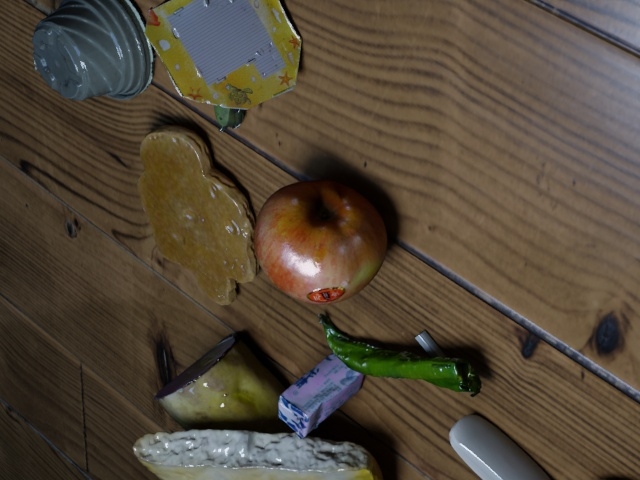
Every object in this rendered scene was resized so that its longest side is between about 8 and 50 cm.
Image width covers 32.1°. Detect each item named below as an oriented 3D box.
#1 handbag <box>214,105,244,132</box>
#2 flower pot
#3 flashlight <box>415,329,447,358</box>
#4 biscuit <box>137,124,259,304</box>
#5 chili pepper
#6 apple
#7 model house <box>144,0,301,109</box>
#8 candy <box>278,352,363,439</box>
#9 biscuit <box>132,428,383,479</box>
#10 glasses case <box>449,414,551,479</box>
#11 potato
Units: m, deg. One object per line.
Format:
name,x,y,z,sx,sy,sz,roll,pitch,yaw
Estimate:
handbag,-0.152,-0.228,1.843,0.072,0.047,0.111,36,143,33
flower pot,-0.417,-0.338,1.967,0.235,0.140,0.235,29,137,32
flashlight,0.189,0.185,1.823,0.083,0.018,0.018,50,143,5
biscuit,-0.221,-0.044,2.059,0.269,0.051,0.376,12,127,39
chili pepper,0.114,0.196,1.855,0.359,0.076,0.085,11,155,48
apple,0.000,0.000,1.734,0.209,0.209,0.164,40,140,18
model house,-0.148,-0.312,1.730,0.219,0.207,0.136,56,-179,-19
candy,0.001,0.269,1.978,0.073,0.160,0.092,40,148,23
biscuit,-0.074,0.467,2.114,0.429,0.104,0.446,-6,145,16
glasses case,0.296,0.365,1.800,0.204,0.081,0.051,44,140,16
potato,-0.157,0.335,2.176,0.266,0.229,0.229,50,144,-8
